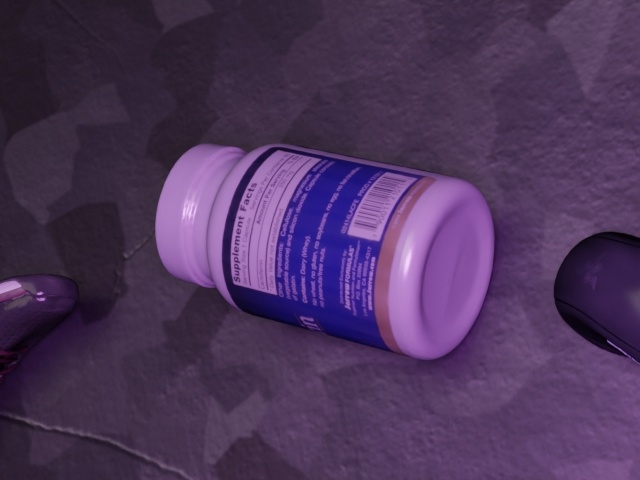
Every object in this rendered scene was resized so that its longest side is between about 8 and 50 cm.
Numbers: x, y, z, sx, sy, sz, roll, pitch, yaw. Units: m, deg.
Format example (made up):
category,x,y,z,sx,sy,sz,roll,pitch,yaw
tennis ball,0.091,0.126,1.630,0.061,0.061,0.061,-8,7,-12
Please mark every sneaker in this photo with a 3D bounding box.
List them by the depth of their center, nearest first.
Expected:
category,x,y,z,sx,sy,sz,roll,pitch,yaw
sneaker,-0.319,0.151,1.684,0.281,0.106,0.163,-29,67,27

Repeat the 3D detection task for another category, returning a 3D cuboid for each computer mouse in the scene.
category,x,y,z,sx,sy,sz,roll,pitch,yaw
computer mouse,0.309,0.035,1.405,0.262,0.060,0.184,35,91,32

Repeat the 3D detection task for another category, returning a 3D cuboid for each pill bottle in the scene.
category,x,y,z,sx,sy,sz,roll,pitch,yaw
pill bottle,0.000,0.000,1.526,0.264,0.153,0.153,14,79,31
